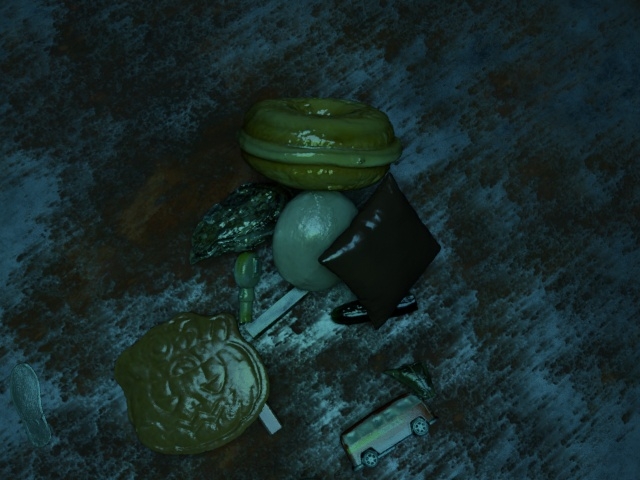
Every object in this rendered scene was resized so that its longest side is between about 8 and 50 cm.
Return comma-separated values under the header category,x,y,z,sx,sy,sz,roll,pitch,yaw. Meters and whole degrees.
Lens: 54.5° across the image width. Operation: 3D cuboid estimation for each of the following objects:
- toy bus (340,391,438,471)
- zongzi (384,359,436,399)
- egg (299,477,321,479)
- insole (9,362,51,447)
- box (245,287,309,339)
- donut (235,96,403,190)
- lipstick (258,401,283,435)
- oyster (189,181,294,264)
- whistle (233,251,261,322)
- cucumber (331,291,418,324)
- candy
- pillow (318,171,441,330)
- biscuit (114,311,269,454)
category,x,y,z,sx,sy,sz,roll,pitch,yaw
toy bus,0.178,0.504,1.655,0.265,0.121,0.119,-30,73,-8
zongzi,0.247,0.394,1.702,0.119,0.055,0.109,-15,65,-5
egg,-0.046,0.704,1.585,0.146,0.146,0.198,35,86,3
insole,-0.779,0.441,1.664,0.080,0.003,0.231,-20,81,-7
box,-0.118,0.195,1.726,0.207,0.050,0.041,-40,80,-9
donut,-0.004,-0.262,1.654,0.449,0.449,0.198,4,113,-3
lipstick,-0.158,0.452,1.677,0.045,0.045,0.145,-35,82,-11
oyster,-0.228,-0.044,1.730,0.351,0.162,0.158,-34,122,-1
whistle,-0.199,0.130,1.715,0.057,0.104,0.198,3,92,22
cucumber,0.148,0.189,1.732,0.242,0.074,0.074,-12,80,-5
candy,0.000,0.000,1.662,0.296,0.185,0.295,-12,110,-35
pillow,0.166,0.033,1.620,0.305,0.108,0.307,-51,125,-17
biscuit,-0.339,0.374,1.646,0.385,0.062,0.364,-27,78,-1
